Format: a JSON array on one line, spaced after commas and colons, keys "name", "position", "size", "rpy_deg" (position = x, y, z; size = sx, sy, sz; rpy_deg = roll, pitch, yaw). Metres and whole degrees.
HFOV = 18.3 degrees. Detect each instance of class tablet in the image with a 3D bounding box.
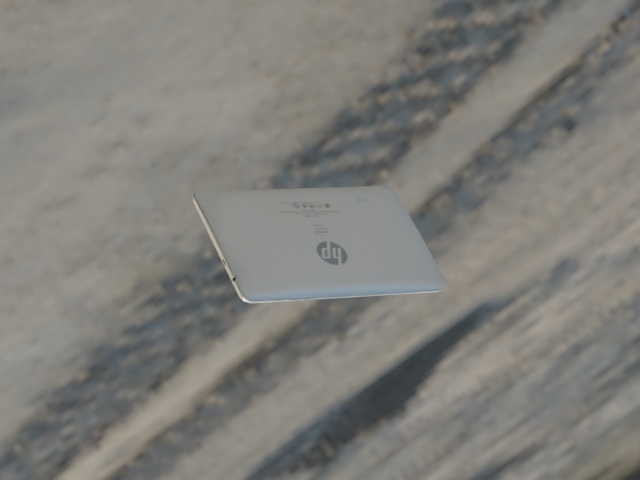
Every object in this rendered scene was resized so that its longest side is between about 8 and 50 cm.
[{"name": "tablet", "position": [0.000, 0.000, 0.710], "size": [0.083, 0.054, 0.006], "rpy_deg": [-3, 137, -29]}]
